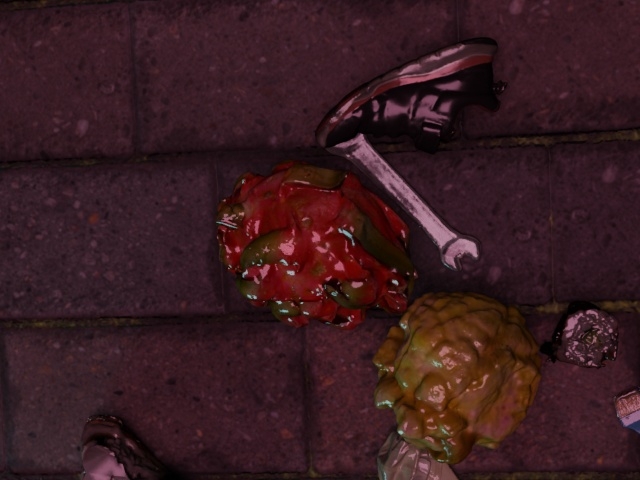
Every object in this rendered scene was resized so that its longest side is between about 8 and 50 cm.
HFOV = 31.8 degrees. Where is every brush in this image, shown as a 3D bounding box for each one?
[{"bbox_3d":[0.485,0.294,1.649,0.051,0.014,0.164,-29,91,11],"label":"brush"}]

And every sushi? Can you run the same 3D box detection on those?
[{"bbox_3d":[0.376,0.137,1.616,0.098,0.084,0.094,13,94,4],"label":"sushi"},{"bbox_3d":[-0.265,0.410,1.712,0.332,0.130,0.124,45,99,3],"label":"sushi"}]

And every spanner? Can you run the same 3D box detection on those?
[{"bbox_3d":[0.119,-0.070,1.670,0.071,0.017,0.302,-44,87,10],"label":"spanner"}]

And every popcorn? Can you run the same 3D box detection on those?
[{"bbox_3d":[0.184,0.185,1.585,0.259,0.212,0.259,-13,119,-25],"label":"popcorn"}]

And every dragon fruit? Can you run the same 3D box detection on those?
[{"bbox_3d":[-0.005,0.011,1.588,0.302,0.231,0.237,24,92,7],"label":"dragon fruit"}]

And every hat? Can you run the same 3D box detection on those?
[{"bbox_3d":[0.150,0.351,1.683,0.122,0.081,0.166,-46,105,-29],"label":"hat"}]

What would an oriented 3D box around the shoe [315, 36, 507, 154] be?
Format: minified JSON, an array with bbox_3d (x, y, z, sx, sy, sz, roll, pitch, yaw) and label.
[{"bbox_3d":[0.134,-0.186,1.617,0.291,0.114,0.137,-23,96,6],"label":"shoe"}]
